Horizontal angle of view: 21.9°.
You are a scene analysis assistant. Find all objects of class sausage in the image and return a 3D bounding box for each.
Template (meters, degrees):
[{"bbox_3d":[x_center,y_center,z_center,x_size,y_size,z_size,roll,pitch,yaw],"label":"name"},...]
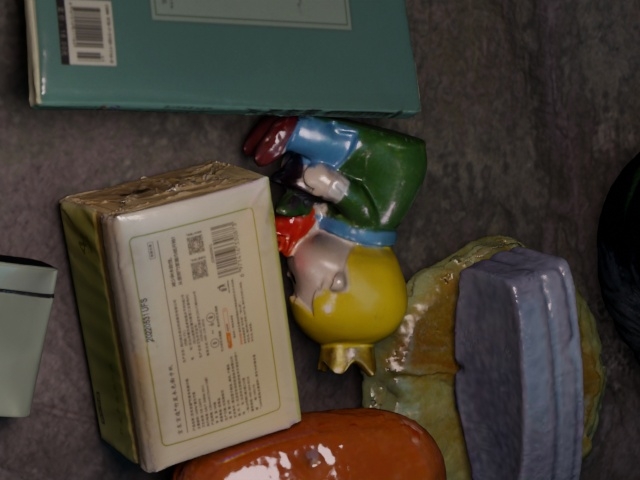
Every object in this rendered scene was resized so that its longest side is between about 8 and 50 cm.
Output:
[{"bbox_3d":[-0.008,0.233,1.508,0.268,0.141,0.153,-8,73,-19],"label":"sausage"}]

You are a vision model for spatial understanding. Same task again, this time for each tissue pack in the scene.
[{"bbox_3d":[-0.120,0.060,1.443,0.159,0.125,0.234,-17,108,-29],"label":"tissue pack"}]

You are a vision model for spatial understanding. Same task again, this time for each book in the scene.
[{"bbox_3d":[-0.083,-0.236,1.429,0.379,0.031,0.264,0,80,-33],"label":"book"}]

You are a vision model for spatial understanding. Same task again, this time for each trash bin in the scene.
[{"bbox_3d":[-0.287,0.076,1.378,0.116,0.059,0.130,9,94,-32],"label":"trash bin"}]

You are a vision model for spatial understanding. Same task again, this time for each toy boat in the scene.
[{"bbox_3d":[0.193,0.151,1.576,0.078,0.127,0.283,-9,101,-30],"label":"toy boat"}]

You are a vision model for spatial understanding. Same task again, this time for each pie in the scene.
[{"bbox_3d":[0.167,0.137,1.673,0.306,0.071,0.306,-4,98,-32],"label":"pie"}]

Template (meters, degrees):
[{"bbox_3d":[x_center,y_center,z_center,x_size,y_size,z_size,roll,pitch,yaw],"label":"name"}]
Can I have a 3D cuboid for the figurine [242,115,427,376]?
[{"bbox_3d":[0.002,0.003,1.521,0.185,0.127,0.234,11,102,-29],"label":"figurine"}]

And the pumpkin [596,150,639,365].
[{"bbox_3d":[0.445,0.043,1.664,0.266,0.363,0.363,-28,113,-12],"label":"pumpkin"}]
